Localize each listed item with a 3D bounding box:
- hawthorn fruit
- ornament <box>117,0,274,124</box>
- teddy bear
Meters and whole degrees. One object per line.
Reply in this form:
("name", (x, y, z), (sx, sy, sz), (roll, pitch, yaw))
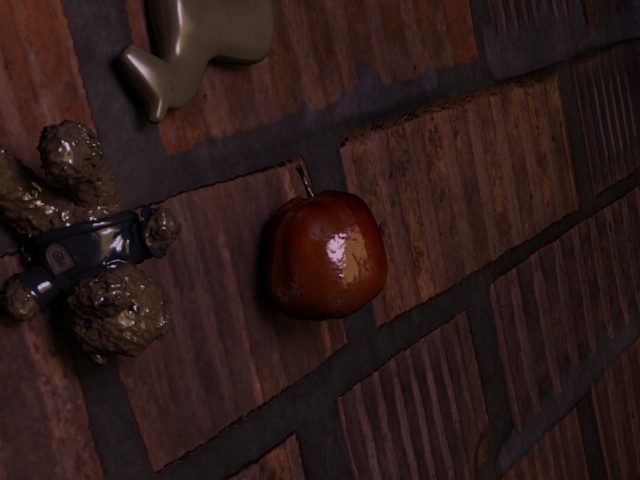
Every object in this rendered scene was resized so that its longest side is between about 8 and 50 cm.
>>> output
("hawthorn fruit", (0.000, 0.000, 1.168), (0.157, 0.157, 0.194), (-18, 97, -51))
("ornament", (-0.143, -0.252, 1.085), (0.230, 0.061, 0.245), (-5, 87, -50))
("teddy bear", (-0.228, -0.004, 0.912), (0.129, 0.182, 0.251), (-96, 165, -70))
